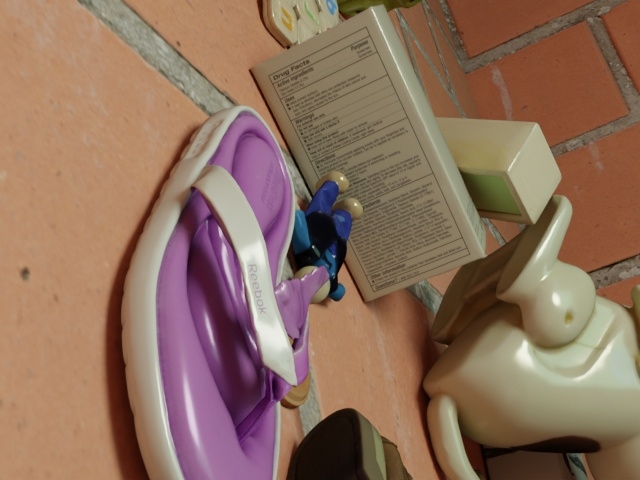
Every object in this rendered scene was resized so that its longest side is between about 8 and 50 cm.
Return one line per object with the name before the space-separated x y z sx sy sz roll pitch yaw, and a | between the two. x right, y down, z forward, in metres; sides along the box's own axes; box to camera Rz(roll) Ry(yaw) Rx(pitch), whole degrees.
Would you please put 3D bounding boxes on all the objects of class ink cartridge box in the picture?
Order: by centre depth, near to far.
ink cartridge box | 0.335 0.360 1.254 0.197 0.114 0.273 47 26 -43

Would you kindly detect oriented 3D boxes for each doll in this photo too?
doll | 0.000 0.000 0.857 0.129 0.046 0.189 59 26 -26

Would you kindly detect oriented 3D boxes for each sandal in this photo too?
sandal | -0.051 0.020 0.607 0.169 0.102 0.416 52 24 -38

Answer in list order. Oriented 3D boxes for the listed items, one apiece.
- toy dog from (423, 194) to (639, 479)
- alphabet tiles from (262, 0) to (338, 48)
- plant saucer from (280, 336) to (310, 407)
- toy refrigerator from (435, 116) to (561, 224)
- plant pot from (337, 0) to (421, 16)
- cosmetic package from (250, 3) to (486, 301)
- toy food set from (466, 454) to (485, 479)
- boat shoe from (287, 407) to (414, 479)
toy dog | 0.365 0.198 1.070 0.407 0.284 0.395 33 51 -4
alphabet tiles | -0.042 -0.383 1.136 0.278 0.021 0.284 33 49 -58
plant saucer | -0.030 0.102 0.708 0.083 0.013 0.083 53 23 -34
toy refrigerator | 0.170 -0.097 1.104 0.094 0.269 0.102 -55 131 -21
plant pot | 0.091 -0.548 1.455 0.276 0.276 0.254 9 72 -68
cosmetic package | 0.064 -0.103 0.977 0.310 0.160 0.113 65 18 -10
toy food set | 0.200 0.313 1.086 0.122 0.019 0.078 64 19 -11
boat shoe | 0.036 0.243 0.549 0.104 0.110 0.307 45 26 -18
